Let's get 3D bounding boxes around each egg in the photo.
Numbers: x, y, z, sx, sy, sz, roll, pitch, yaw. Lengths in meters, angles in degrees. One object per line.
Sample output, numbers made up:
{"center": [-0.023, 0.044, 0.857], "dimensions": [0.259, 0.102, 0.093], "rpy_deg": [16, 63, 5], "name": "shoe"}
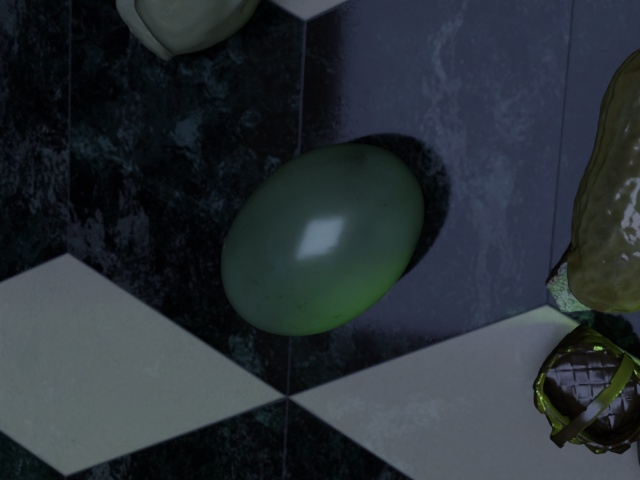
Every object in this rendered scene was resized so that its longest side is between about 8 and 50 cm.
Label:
{"center": [0.000, 0.000, 1.309], "dimensions": [0.282, 0.203, 0.203], "rpy_deg": [-37, 87, 21], "name": "egg"}

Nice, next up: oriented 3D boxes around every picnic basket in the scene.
{"center": [0.320, 0.185, 1.258], "dimensions": [0.137, 0.178, 0.128], "rpy_deg": [39, 104, 8], "name": "picnic basket"}

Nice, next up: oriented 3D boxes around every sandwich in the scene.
{"center": [0.332, 0.054, 1.309], "dimensions": [0.104, 0.035, 0.093], "rpy_deg": [29, 104, 9], "name": "sandwich"}

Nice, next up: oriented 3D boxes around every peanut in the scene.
{"center": [0.367, -0.067, 1.213], "dimensions": [0.152, 0.152, 0.313], "rpy_deg": [17, 91, 13], "name": "peanut"}

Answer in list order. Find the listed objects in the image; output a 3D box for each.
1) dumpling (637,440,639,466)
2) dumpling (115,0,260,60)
{"center": [0.446, 0.276, 1.259], "dimensions": [0.104, 0.149, 0.217], "rpy_deg": [-24, 84, -13], "name": "dumpling"}
{"center": [-0.159, -0.323, 1.346], "dimensions": [0.250, 0.132, 0.162], "rpy_deg": [-26, 100, 33], "name": "dumpling"}
